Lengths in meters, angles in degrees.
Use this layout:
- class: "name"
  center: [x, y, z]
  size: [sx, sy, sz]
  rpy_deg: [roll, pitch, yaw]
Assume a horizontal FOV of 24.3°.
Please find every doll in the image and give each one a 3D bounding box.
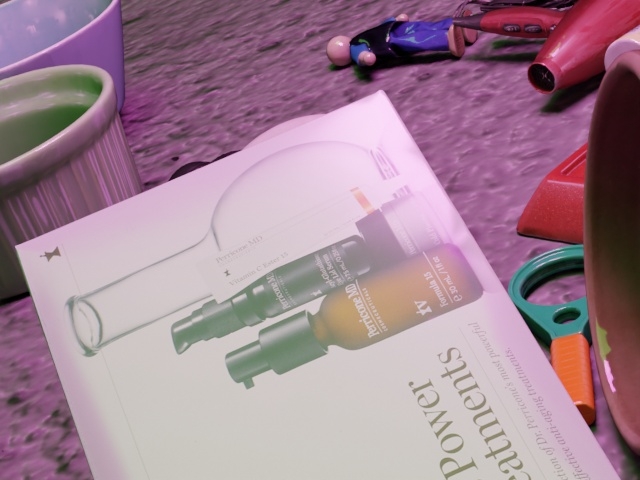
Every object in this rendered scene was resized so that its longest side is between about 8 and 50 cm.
- class: "doll"
  center: [0.087, -0.239, 1.783]
  size: [0.189, 0.046, 0.129]
  rpy_deg: [-2, 30, 33]

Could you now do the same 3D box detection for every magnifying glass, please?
- class: "magnifying glass"
  center: [0.190, 0.068, 1.136]
  size: [0.092, 0.026, 0.231]
  rpy_deg: [-14, 25, 14]

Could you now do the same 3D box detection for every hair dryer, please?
- class: "hair dryer"
  center: [0.259, -0.226, 1.613]
  size: [0.224, 0.080, 0.293]
  rpy_deg: [-21, 22, 15]

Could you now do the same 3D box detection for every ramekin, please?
- class: "ramekin"
  center: [-0.343, -0.059, 1.631]
  size: [0.303, 0.148, 0.303]
  rpy_deg: [-17, 26, 9]

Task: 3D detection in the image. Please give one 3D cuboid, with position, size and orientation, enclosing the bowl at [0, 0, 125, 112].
- class: "bowl"
  center: [-0.374, -0.194, 1.902]
  size: [0.311, 0.163, 0.311]
  rpy_deg: [-17, 25, 8]

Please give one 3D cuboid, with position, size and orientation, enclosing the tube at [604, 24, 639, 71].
- class: "tube"
  center: [0.383, -0.221, 1.527]
  size: [0.070, 0.062, 0.240]
  rpy_deg: [44, 51, 14]

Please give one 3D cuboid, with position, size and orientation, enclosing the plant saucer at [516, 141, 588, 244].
- class: "plant saucer"
  center: [0.335, -0.075, 1.279]
  size: [0.258, 0.047, 0.259]
  rpy_deg: [-37, 31, -31]

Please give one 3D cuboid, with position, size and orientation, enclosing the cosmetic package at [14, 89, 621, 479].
- class: "cosmetic package"
  center: [-0.008, 0.104, 0.953]
  size: [0.284, 0.097, 0.377]
  rpy_deg: [-25, 53, -4]

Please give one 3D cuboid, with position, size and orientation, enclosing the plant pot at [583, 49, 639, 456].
- class: "plant pot"
  center: [0.307, 0.005, 0.959]
  size: [0.229, 0.263, 0.263]
  rpy_deg: [-3, 26, -3]

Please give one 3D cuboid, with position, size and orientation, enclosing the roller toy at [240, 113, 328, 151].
- class: "roller toy"
  center: [0.000, 0.000, 1.175]
  size: [0.209, 0.191, 0.146]
  rpy_deg: [-12, -1, -5]

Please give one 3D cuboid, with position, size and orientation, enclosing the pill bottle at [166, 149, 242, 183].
- class: "pill bottle"
  center: [-0.045, -0.021, 1.365]
  size: [0.219, 0.123, 0.123]
  rpy_deg: [8, 38, 45]
